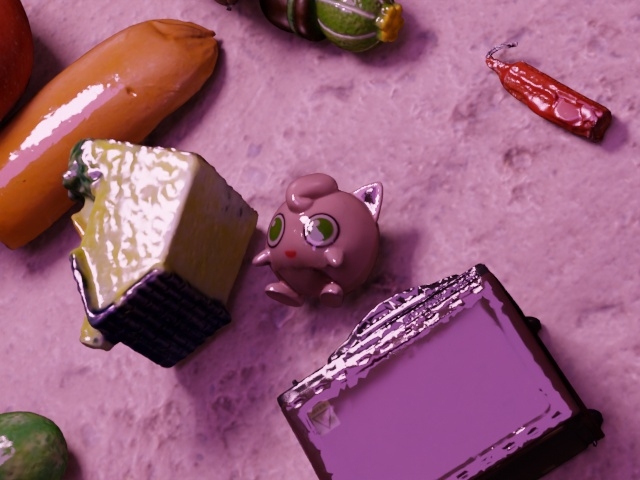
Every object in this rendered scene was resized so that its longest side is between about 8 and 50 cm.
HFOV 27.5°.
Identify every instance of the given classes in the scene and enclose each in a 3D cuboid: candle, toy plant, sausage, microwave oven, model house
[{"bbox_3d":[0.232,-0.158,1.362,0.053,0.048,0.162,-36,56,-28],"label":"candle"},{"bbox_3d":[0.016,-0.261,1.459,0.162,0.093,0.092,23,81,25],"label":"toy plant"},{"bbox_3d":[-0.269,-0.143,1.523,0.354,0.116,0.134,-43,51,-2],"label":"sausage"},{"bbox_3d":[-0.409,0.254,1.400,0.218,0.175,0.235,16,42,33],"label":"toy plant"},{"bbox_3d":[0.112,0.161,1.221,0.247,0.178,0.188,-35,63,7],"label":"microwave oven"},{"bbox_3d":[-0.188,0.027,1.377,0.170,0.194,0.211,10,73,21],"label":"model house"}]

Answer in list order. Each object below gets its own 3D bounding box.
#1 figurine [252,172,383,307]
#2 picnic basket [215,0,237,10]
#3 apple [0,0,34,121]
[{"bbox_3d":[0.000,0.000,1.355,0.125,0.125,0.138,6,72,23],"label":"figurine"},{"bbox_3d":[-0.118,-0.471,1.471,0.337,0.293,0.337,-24,44,25],"label":"picnic basket"},{"bbox_3d":[-0.506,-0.210,1.528,0.348,0.277,0.348,-43,18,18],"label":"apple"}]
